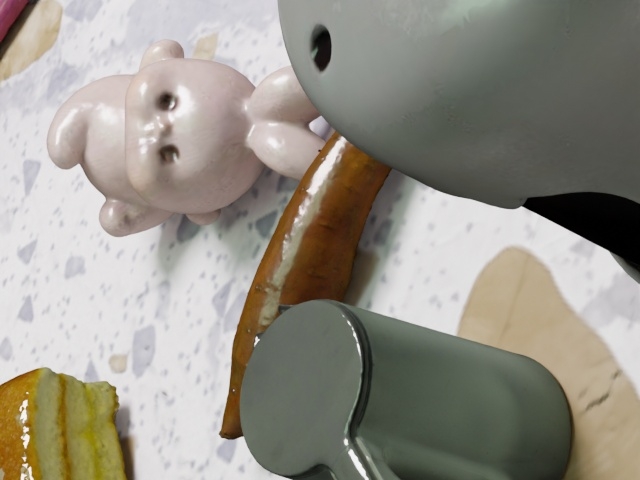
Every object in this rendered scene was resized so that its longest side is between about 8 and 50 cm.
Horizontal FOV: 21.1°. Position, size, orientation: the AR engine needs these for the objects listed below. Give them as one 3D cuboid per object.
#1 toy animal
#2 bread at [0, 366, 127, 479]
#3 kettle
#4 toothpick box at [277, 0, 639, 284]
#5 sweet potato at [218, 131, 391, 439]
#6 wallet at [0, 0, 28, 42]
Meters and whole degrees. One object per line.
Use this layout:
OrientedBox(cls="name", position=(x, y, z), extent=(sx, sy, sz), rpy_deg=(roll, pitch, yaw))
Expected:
OrientedBox(cls="toy animal", position=(-0.078, -0.070, 1.080), extent=(0.212, 0.124, 0.124), rpy_deg=(-9, 67, 50))
OrientedBox(cls="bread", position=(-0.228, 0.208, 1.131), extent=(0.234, 0.110, 0.184), rpy_deg=(-35, 50, 35))
OrientedBox(cls="kettle", position=(0.042, 0.099, 0.847), extent=(0.098, 0.148, 0.127), rpy_deg=(-25, 57, 39))
OrientedBox(cls="toothpick box", position=(0.126, -0.109, 0.714), extent=(0.229, 0.316, 0.229), rpy_deg=(-22, 57, 40))
OrientedBox(cls="sweet potato", position=(-0.001, 0.000, 1.008), extent=(0.057, 0.057, 0.264), rpy_deg=(32, 100, 50))
OrientedBox(cls="wallet", position=(-0.309, -0.165, 1.448), extent=(0.232, 0.025, 0.119), rpy_deg=(-54, 43, 19))
